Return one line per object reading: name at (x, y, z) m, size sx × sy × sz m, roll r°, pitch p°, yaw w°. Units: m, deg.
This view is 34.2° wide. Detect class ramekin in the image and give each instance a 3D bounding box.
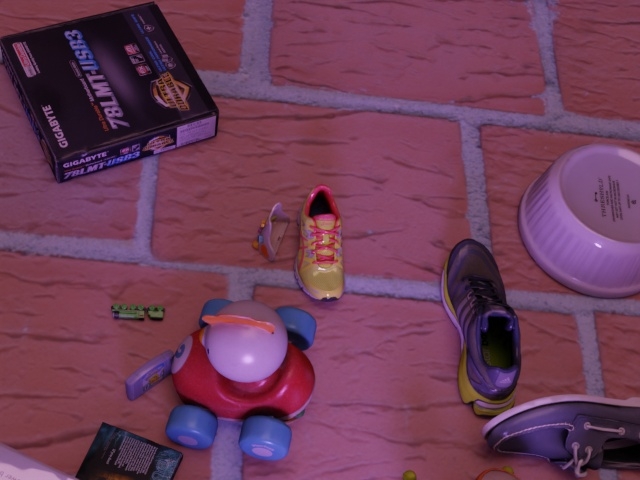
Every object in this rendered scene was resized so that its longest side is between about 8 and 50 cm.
ramekin at (0.487, -0.046, 1.783) m, size 0.273 × 0.127 × 0.272 m, roll 5°, pitch 56°, yaw -8°

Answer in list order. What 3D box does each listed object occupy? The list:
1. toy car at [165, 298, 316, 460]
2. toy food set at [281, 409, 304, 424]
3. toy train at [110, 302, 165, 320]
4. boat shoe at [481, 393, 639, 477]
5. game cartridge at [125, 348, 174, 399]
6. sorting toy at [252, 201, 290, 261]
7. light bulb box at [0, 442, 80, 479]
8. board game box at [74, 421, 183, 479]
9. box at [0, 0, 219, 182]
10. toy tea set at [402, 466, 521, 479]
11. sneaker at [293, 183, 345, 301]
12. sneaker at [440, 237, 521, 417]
toy car at (-0.120, 0.151, 1.450) m, size 0.210 × 0.238 × 0.219 m, roll 7°, pitch 56°, yaw 12°
toy food set at (-0.060, 0.236, 1.555) m, size 0.083 × 0.020 × 0.083 m, roll -3°, pitch 57°, yaw -13°
toy train at (-0.281, 0.111, 1.601) m, size 0.083 × 0.017 × 0.023 m, roll 3°, pitch 67°, yaw -9°
boat shoe at (0.397, 0.296, 1.543) m, size 0.319 × 0.116 × 0.099 m, roll 1°, pitch 52°, yaw -16°
game cartridge at (-0.249, 0.196, 1.525) m, size 0.083 × 0.056 × 0.017 m, roll -35°, pitch 61°, yaw -28°
sorting toy at (-0.079, -0.024, 1.693) m, size 0.045 × 0.075 × 0.083 m, roll 19°, pitch 55°, yaw 2°
light bulb box at (-0.430, 0.426, 1.142) m, size 0.225 × 0.358 × 0.361 m, roll 23°, pitch 61°, yaw 6°
board game box at (-0.282, 0.354, 1.430) m, size 0.126 × 0.026 × 0.186 m, roll 21°, pitch 55°, yaw 3°
box at (-0.367, -0.266, 1.808) m, size 0.293 × 0.073 × 0.295 m, roll -18°, pitch 61°, yaw -22°
toy tea set at (0.227, 0.437, 1.369) m, size 0.200 × 0.124 × 0.336 m, roll 4°, pitch 47°, yaw -29°
sneaker at (0.000, 0.000, 1.681) m, size 0.081 × 0.094 × 0.208 m, roll -1°, pitch 58°, yaw -13°
sneaker at (0.265, 0.118, 1.633) m, size 0.111 × 0.121 × 0.300 m, roll -1°, pitch 57°, yaw -12°
